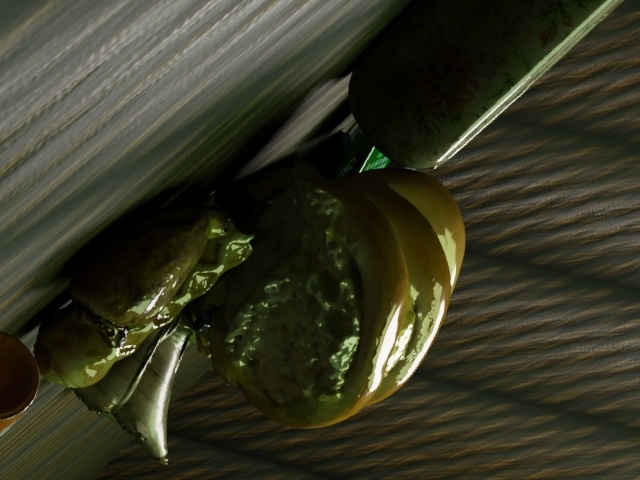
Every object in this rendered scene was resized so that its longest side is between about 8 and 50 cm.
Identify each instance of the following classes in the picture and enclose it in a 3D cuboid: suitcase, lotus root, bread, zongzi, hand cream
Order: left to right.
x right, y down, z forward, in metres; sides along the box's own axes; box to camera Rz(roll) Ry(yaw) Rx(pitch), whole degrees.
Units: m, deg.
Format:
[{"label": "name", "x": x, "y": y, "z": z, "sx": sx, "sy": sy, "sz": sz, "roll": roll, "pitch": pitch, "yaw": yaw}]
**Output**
[{"label": "hand cream", "x": -0.371, "y": 0.179, "z": 1.145, "sx": 0.139, "sy": 0.089, "sz": 0.314, "roll": -34, "pitch": 180, "yaw": -38}, {"label": "bread", "x": -0.195, "y": 0.057, "z": 1.276, "sx": 0.269, "sy": 0.098, "sz": 0.087, "roll": -40, "pitch": 164, "yaw": -8}, {"label": "lotus root", "x": -0.171, "y": 0.018, "z": 1.194, "sx": 0.191, "sy": 0.094, "sz": 0.108, "roll": -48, "pitch": -162, "yaw": -24}, {"label": "zongzi", "x": -0.227, "y": 0.192, "z": 1.660, "sx": 0.194, "sy": 0.197, "sz": 0.099, "roll": -44, "pitch": -168, "yaw": -4}, {"label": "suitcase", "x": -0.073, "y": 0.013, "z": 1.554, "sx": 0.194, "sy": 0.143, "sz": 0.235, "roll": -45, "pitch": 175, "yaw": 34}, {"label": "bread", "x": 0.041, "y": 0.074, "z": 1.378, "sx": 0.270, "sy": 0.211, "sz": 0.316, "roll": -5, "pitch": 133, "yaw": -48}]

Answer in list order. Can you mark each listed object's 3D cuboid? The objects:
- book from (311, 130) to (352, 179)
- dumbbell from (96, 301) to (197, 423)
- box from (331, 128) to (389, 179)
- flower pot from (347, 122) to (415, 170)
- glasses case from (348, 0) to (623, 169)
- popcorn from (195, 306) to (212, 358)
[{"label": "book", "x": 0.000, "y": 0.000, "z": 1.673, "sx": 0.191, "sy": 0.025, "sz": 0.269, "roll": -45, "pitch": -141, "yaw": 36}, {"label": "dumbbell", "x": -0.242, "y": 0.168, "z": 1.814, "sx": 0.302, "sy": 0.108, "sz": 0.121, "roll": -44, "pitch": 172, "yaw": 32}, {"label": "box", "x": 0.099, "y": -0.173, "z": 1.564, "sx": 0.235, "sy": 0.034, "sz": 0.132, "roll": -60, "pitch": 167, "yaw": 22}, {"label": "flower pot", "x": 0.090, "y": -0.131, "z": 1.784, "sx": 0.229, "sy": 0.108, "sz": 0.103, "roll": -46, "pitch": 172, "yaw": 34}, {"label": "glasses case", "x": 0.205, "y": -0.251, "z": 1.306, "sx": 0.425, "sy": 0.156, "sz": 0.098, "roll": -43, "pitch": 168, "yaw": 22}, {"label": "popcorn", "x": -0.129, "y": 0.115, "z": 1.655, "sx": 0.116, "sy": 0.106, "sz": 0.120, "roll": -31, "pitch": 163, "yaw": 14}]
